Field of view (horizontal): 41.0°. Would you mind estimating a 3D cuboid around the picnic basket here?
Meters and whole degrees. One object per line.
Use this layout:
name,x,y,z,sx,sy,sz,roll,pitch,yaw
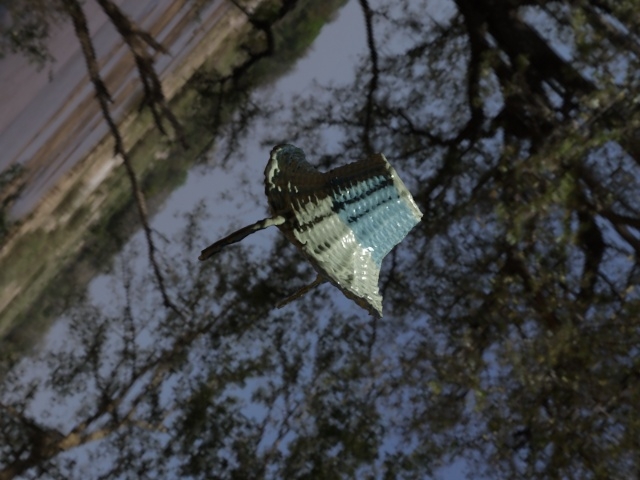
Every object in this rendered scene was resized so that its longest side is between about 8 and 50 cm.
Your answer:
picnic basket,0.000,0.000,0.350,0.083,0.083,0.065,-33,151,8
